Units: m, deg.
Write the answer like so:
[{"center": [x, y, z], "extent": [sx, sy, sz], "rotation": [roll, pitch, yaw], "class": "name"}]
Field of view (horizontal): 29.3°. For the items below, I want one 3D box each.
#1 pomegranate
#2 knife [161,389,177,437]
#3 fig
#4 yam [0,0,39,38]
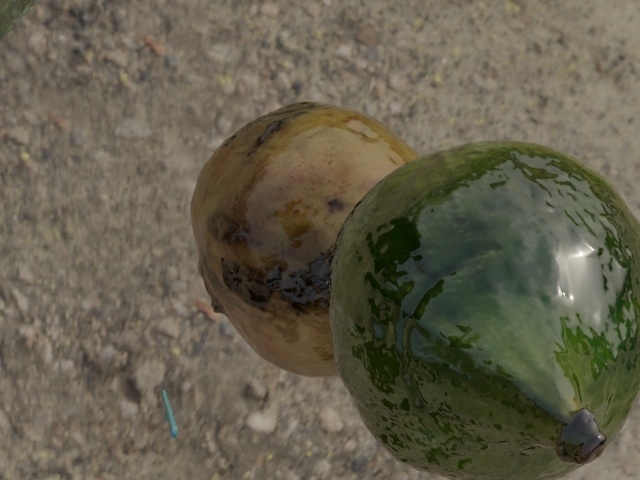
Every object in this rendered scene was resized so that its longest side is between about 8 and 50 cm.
[{"center": [0.000, 0.000, 1.358], "extent": [0.322, 0.322, 0.322], "rotation": [6, 64, -12], "class": "pomegranate"}, {"center": [-0.127, 0.145, 1.026], "extent": [0.005, 0.091, 0.014], "rotation": [2, 106, -14], "class": "knife"}, {"center": [0.100, 0.044, 0.659], "extent": [0.203, 0.235, 0.203], "rotation": [0, 95, -1], "class": "fig"}, {"center": [-0.236, -0.243, 0.630], "extent": [0.201, 0.271, 0.202], "rotation": [-36, 62, -17], "class": "yam"}]
